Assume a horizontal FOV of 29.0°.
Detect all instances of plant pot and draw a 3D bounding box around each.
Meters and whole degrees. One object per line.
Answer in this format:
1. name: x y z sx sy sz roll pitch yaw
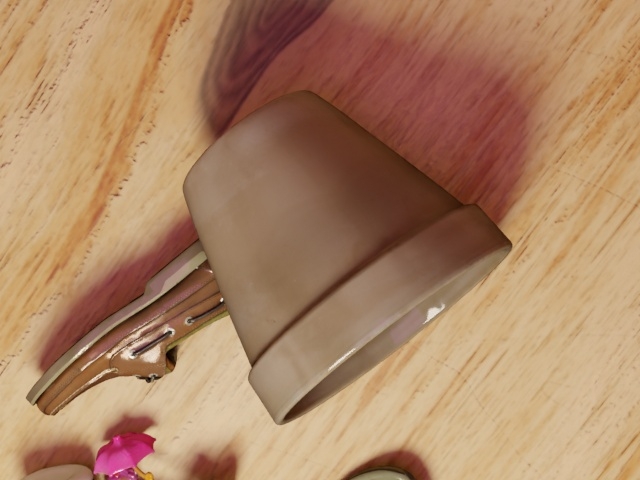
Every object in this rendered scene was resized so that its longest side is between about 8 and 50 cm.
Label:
1. plant pot: 0.000 0.000 1.375 0.323 0.323 0.280 -40 79 9

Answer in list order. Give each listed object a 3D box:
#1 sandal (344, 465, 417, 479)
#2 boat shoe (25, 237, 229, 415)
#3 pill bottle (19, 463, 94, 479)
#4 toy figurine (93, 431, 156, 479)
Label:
1. sandal: 0.006 0.394 1.529 0.302 0.086 0.120 -35 96 8
2. boat shoe: -0.215 0.124 1.483 0.307 0.111 0.104 -40 94 9
3. pill bottle: -0.316 0.380 1.538 0.103 0.103 0.184 -9 99 5
4. toy figurine: -0.215 0.314 1.534 0.159 0.130 0.173 41 125 10
